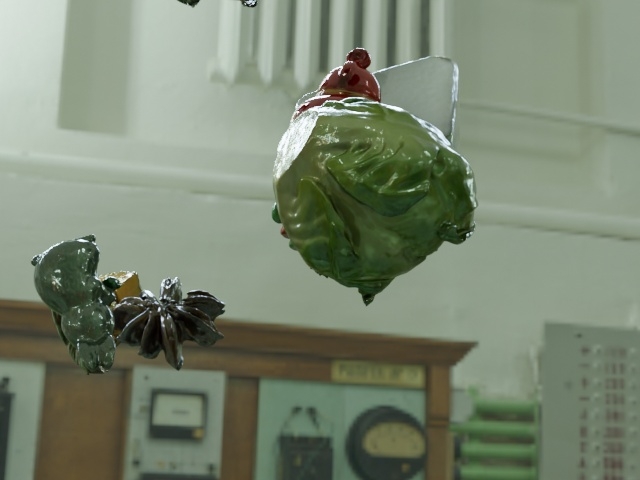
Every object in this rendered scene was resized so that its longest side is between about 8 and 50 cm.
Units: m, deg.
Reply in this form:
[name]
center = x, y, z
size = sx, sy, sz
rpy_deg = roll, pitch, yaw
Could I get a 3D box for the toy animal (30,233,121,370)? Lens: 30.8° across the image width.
[toy animal]
center = -0.379, 0.113, 1.834
size = 0.138, 0.236, 0.108
rpy_deg = -5, -26, -13

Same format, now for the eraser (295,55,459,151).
[eraser]
center = 0.149, -0.189, 2.144
size = 0.331, 0.331, 0.150
rpy_deg = -1, -55, 11

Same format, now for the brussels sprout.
[brussels sprout]
center = 0.072, -0.061, 1.628
size = 0.294, 0.227, 0.259
rpy_deg = 32, -63, -10

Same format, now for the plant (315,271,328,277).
[plant]
center = 0.000, 0.000, 2.548
size = 0.087, 0.174, 0.085
rpy_deg = -26, 17, -18

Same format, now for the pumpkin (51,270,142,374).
[pumpkin]
center = -0.408, 0.155, 2.267
size = 0.190, 0.139, 0.280
rpy_deg = -19, 16, -23

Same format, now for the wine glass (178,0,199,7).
[wine glass]
center = -0.280, -0.468, 2.066
size = 0.155, 0.072, 0.072
rpy_deg = 23, -3, 25

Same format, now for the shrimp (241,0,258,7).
[shrimp]
center = -0.164, -0.349, 1.633
size = 0.148, 0.035, 0.195
rpy_deg = 16, 15, 16

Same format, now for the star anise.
[star anise]
center = -0.282, 0.144, 2.118
size = 0.236, 0.229, 0.093
rpy_deg = 1, -53, 14

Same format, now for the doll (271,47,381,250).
[doll]
center = 0.027, -0.154, 1.925
size = 0.183, 0.363, 0.160
rpy_deg = 6, -18, 23
